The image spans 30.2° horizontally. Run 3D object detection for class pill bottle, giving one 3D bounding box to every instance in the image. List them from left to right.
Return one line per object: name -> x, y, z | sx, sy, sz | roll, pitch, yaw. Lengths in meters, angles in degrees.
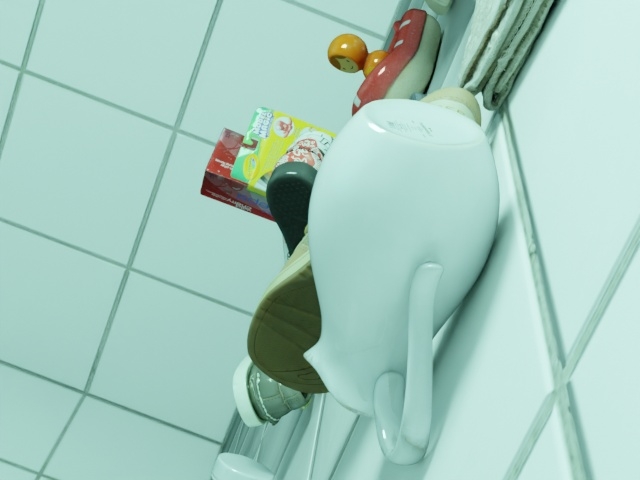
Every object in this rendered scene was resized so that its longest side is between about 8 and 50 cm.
pill bottle -> -0.131, 0.383, 1.586 | 0.108, 0.108, 0.180 | -98, 29, -84

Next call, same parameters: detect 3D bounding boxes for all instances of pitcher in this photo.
pitcher -> 0.055, 0.026, 0.788 | 0.178, 0.125, 0.207 | -118, 35, -59

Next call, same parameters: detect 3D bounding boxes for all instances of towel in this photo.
towel -> 0.178, -0.256, 1.008 | 0.282, 0.049, 0.187 | -72, 5, -47

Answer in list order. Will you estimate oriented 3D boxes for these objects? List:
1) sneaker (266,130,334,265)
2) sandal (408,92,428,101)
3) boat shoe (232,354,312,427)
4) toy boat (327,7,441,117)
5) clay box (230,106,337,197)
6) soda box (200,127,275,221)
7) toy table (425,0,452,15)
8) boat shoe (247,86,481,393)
sneaker -> 0.001, -0.001, 1.469 | 0.145, 0.090, 0.270 | -67, -29, -55
sandal -> 0.086, -0.055, 1.325 | 0.254, 0.054, 0.097 | 119, 162, -51
boat shoe -> -0.037, 0.152, 1.658 | 0.305, 0.091, 0.109 | -65, -44, -62
toy boat -> 0.082, -0.253, 1.730 | 0.231, 0.151, 0.151 | -72, 4, -51
clay box -> -0.017, -0.110, 1.838 | 0.053, 0.222, 0.127 | 127, 164, -80
soda box -> -0.055, -0.082, 1.917 | 0.083, 0.263, 0.092 | 114, 176, -61
toy table -> 0.146, -0.450, 1.708 | 0.274, 0.160, 0.252 | 106, -174, -65
boat shoe -> 0.044, 0.012, 1.030 | 0.341, 0.121, 0.110 | -53, 9, 42
